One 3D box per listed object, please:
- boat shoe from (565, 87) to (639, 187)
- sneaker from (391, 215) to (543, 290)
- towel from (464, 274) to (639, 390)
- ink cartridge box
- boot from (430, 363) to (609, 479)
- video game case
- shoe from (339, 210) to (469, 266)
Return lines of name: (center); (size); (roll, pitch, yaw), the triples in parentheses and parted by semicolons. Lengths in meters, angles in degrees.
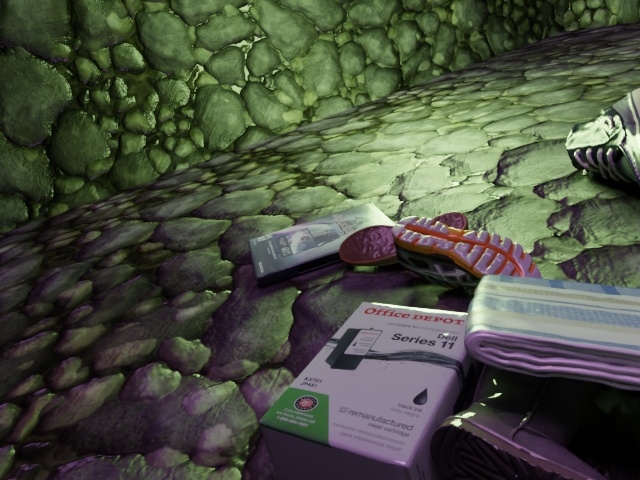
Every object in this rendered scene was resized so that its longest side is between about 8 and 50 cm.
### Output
boat shoe: (0.523, -0.139, 0.894); (0.158, 0.127, 0.340); (-29, 17, 39)
sneaker: (0.201, 0.034, 0.724); (0.215, 0.083, 0.084); (23, 46, 30)
towel: (0.250, 0.077, 0.486); (0.210, 0.034, 0.285); (6, 8, 19)
ink cartridge box: (0.066, 0.154, 0.509); (0.153, 0.086, 0.208); (1, 27, 34)
boot: (0.210, 0.158, 0.437); (0.190, 0.075, 0.209); (32, 27, 29)
video game case: (0.000, 0.000, 0.997); (0.275, 0.026, 0.196); (-19, 23, -5)
shoe: (0.139, 0.009, 0.856); (0.219, 0.058, 0.076); (-12, 53, 18)
